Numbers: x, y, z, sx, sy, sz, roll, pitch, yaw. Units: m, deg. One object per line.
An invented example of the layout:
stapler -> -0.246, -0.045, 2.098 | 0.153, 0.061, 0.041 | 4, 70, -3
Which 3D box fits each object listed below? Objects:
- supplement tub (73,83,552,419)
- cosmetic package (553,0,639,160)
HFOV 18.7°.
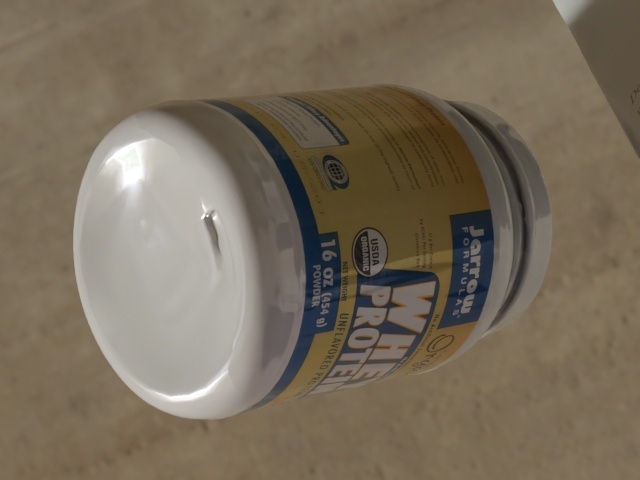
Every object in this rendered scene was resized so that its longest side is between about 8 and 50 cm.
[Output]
supplement tub -> 0.000, 0.000, 0.924 | 0.199, 0.144, 0.144 | -9, -177, -43
cosmetic package -> 0.255, -0.084, 0.883 | 0.385, 0.217, 0.156 | -101, -147, -62
